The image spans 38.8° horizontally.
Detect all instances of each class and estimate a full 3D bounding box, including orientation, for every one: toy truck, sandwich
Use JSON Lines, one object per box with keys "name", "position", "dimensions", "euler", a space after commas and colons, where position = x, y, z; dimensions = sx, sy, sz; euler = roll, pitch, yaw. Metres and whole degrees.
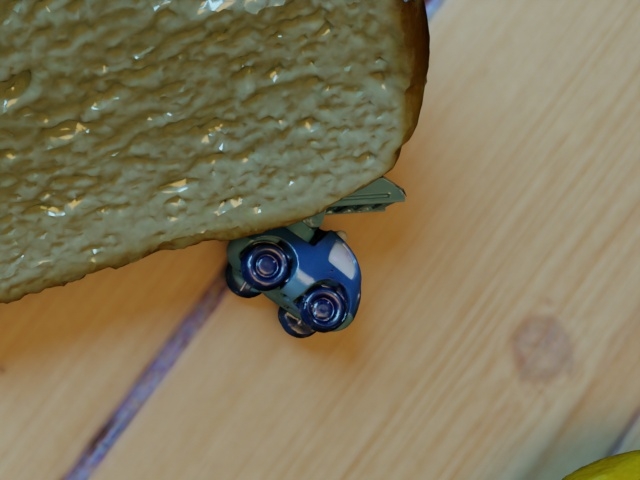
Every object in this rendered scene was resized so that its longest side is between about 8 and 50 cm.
{"name": "toy truck", "position": [0.000, 0.000, 0.458], "dimensions": [0.073, 0.056, 0.090], "euler": [39, 73, -9]}
{"name": "sandwich", "position": [-0.088, -0.101, 0.322], "dimensions": [0.254, 0.288, 0.099], "euler": [-18, 55, -5]}

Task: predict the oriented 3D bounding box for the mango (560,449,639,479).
{"name": "mango", "position": [0.143, 0.195, 0.485], "dimensions": [0.227, 0.109, 0.147], "euler": [-26, 126, -11]}
